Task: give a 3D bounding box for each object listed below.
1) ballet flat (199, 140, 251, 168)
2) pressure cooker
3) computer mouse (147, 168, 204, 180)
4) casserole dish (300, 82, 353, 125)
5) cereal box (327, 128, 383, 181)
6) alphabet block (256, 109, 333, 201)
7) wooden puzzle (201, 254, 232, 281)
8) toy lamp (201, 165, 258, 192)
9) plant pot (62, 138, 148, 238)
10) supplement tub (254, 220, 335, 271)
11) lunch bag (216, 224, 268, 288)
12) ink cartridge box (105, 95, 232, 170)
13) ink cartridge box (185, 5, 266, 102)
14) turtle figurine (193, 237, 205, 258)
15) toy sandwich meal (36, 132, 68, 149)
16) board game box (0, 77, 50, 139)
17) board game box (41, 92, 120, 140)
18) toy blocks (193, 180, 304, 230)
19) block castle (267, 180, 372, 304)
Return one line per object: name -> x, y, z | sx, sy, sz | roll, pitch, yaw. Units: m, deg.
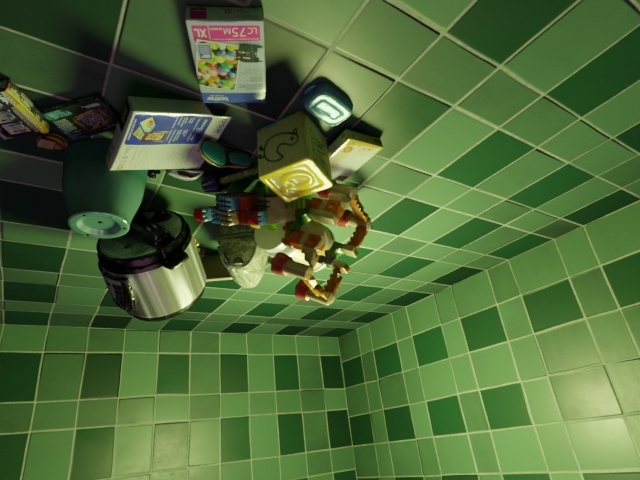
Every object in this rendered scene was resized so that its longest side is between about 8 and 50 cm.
ballet flat -> -0.337, -0.279, 1.425 | 0.073, 0.080, 0.232 | -6, 173, 33
pressure cooker -> -0.689, 0.068, 1.707 | 0.369, 0.376, 0.420 | -7, 127, -3
computer mouse -> -0.514, -0.236, 1.499 | 0.193, 0.042, 0.106 | 0, -165, -19
casserole dish -> 0.024, -0.420, 1.318 | 0.114, 0.037, 0.188 | -26, 149, 34
cereal box -> 0.088, -0.304, 1.535 | 0.173, 0.047, 0.240 | 2, 154, -40
alphabet block -> -0.086, -0.275, 1.401 | 0.192, 0.197, 0.193 | -19, 151, 21
wooden puzzle -> -0.558, 0.145, 2.110 | 0.220, 0.239, 0.044 | -4, 120, -15
toy lamp -> -0.311, -0.237, 1.558 | 0.274, 0.080, 0.080 | -12, 154, 11
plant pot -> -0.729, -0.156, 1.410 | 0.271, 0.255, 0.272 | -6, 154, -3
supplement tub -> -0.111, -0.006, 1.892 | 0.241, 0.241, 0.331 | -23, 150, 29
lunch bag -> -0.359, 0.064, 1.951 | 0.212, 0.256, 0.305 | -7, 154, -2
ink cartridge box -> -0.478, -0.325, 1.315 | 0.307, 0.072, 0.303 | -13, 163, -42
ink cartridge box -> -0.240, -0.469, 1.127 | 0.185, 0.065, 0.311 | -3, 155, -7
turtle figurine -> -0.679, 0.044, 2.022 | 0.269, 0.087, 0.217 | -24, 158, 13
toy sandwich meal -> -0.848, -0.309, 1.324 | 0.085, 0.029, 0.085 | -6, 154, -3
board game box -> -0.884, -0.366, 1.179 | 0.141, 0.048, 0.170 | -10, 154, 0
board game box -> -0.703, -0.366, 1.249 | 0.186, 0.026, 0.126 | -11, 153, 9
toy blocks -> -0.285, -0.118, 1.542 | 0.381, 0.191, 0.261 | 8, -167, 37
block castle -> 0.000, 0.000, 1.679 | 0.212, 0.453, 0.303 | 16, 156, 34
